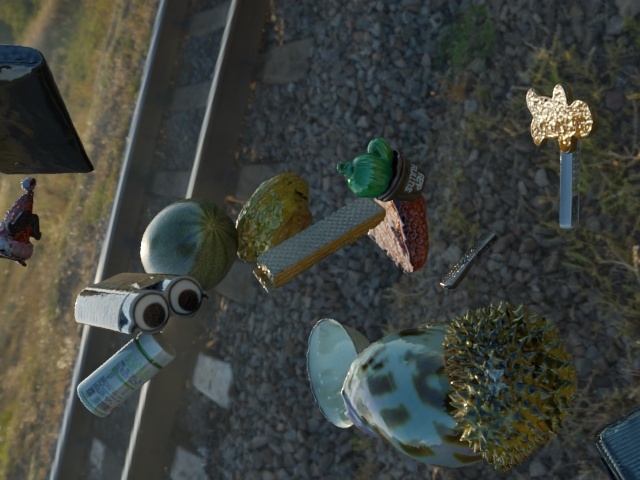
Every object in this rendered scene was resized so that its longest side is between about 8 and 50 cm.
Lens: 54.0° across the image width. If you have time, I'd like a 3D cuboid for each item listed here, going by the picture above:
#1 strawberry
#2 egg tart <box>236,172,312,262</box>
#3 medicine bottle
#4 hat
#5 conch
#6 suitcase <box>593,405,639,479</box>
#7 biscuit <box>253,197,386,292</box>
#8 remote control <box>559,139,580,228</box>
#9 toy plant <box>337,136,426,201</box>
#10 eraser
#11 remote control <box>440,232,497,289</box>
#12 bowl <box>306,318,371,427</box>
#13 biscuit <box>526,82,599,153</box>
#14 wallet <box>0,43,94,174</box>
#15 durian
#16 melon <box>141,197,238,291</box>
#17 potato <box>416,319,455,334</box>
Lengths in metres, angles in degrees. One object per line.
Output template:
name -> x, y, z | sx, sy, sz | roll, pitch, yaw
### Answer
strawberry -> 0.267, -0.067, 1.976 | 0.280, 0.150, 0.254 | 50, 151, 36
egg tart -> -0.115, -0.051, 1.782 | 0.123, 0.294, 0.294 | 32, 109, 25
medicine bottle -> -0.384, 0.260, 1.248 | 0.183, 0.086, 0.086 | -40, 35, -3
hat -> -0.761, -0.049, 1.596 | 0.128, 0.140, 0.228 | 18, 86, 35
conch -> 0.233, 0.259, 1.080 | 0.250, 0.367, 0.197 | 68, 168, -10
suitcase -> 0.704, 0.396, 1.208 | 0.312, 0.128, 0.202 | -28, 63, 5
biscuit -> 0.000, 0.000, 1.632 | 0.094, 0.378, 0.054 | 46, 159, 40
remote control -> 0.626, -0.158, 1.573 | 0.034, 0.103, 0.250 | 4, 98, 33
toy plant -> 0.134, -0.154, 1.383 | 0.105, 0.200, 0.143 | -8, 65, 69
eraser -> -0.366, 0.119, 1.245 | 0.290, 0.171, 0.087 | -3, 109, 51
remote control -> 0.406, 0.055, 1.714 | 0.212, 0.028, 0.059 | -46, 23, -18
bowl -> 0.095, 0.374, 1.839 | 0.313, 0.146, 0.314 | 17, 110, 57
biscuit -> 0.475, -0.239, 1.227 | 0.205, 0.031, 0.138 | -141, 37, -74
wallet -> -0.536, -0.210, 1.107 | 0.378, 0.196, 0.051 | 106, 162, -67
durian -> 0.268, 0.189, 0.906 | 0.183, 0.138, 0.250 | -19, 53, 25
melon -> -0.336, 0.018, 1.623 | 0.301, 0.237, 0.238 | -41, 46, 51
potato -> 0.323, 0.363, 1.824 | 0.191, 0.141, 0.296 | 6, 55, 39
